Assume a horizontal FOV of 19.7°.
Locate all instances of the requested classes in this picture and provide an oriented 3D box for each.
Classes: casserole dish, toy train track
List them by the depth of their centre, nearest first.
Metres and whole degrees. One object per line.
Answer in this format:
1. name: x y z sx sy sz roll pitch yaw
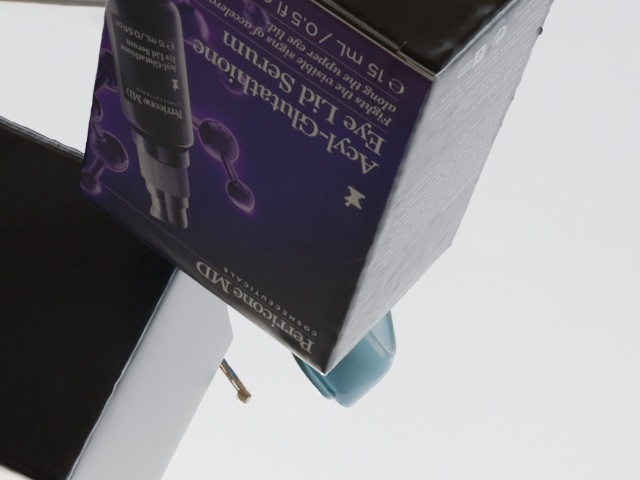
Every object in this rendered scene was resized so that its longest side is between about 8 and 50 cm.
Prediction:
1. casserole dish: 0.000 0.000 0.959 0.037 0.114 0.188 -24 -138 15
2. toy train track: -0.080 0.088 1.359 0.083 0.014 0.048 51 -33 21

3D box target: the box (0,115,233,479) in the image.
1. box: -0.224 0.039 1.097 0.294 0.296 0.183 23 -105 7

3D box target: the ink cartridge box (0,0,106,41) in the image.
1. ink cartridge box: -0.045 -0.155 1.249 0.296 0.261 0.066 11 -91 48

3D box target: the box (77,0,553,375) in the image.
1. box: -0.006 -0.068 0.791 0.153 0.108 0.207 35 -38 15
